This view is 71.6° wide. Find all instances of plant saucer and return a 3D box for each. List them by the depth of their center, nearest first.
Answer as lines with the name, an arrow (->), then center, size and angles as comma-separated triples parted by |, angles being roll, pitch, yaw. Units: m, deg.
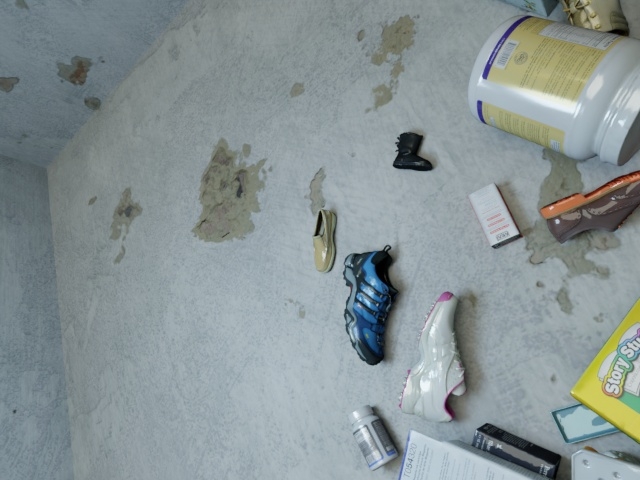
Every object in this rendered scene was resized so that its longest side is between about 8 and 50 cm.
plant saucer -> 0.562, 0.340, 0.871 | 0.192, 0.018, 0.067 | -31, 63, 27

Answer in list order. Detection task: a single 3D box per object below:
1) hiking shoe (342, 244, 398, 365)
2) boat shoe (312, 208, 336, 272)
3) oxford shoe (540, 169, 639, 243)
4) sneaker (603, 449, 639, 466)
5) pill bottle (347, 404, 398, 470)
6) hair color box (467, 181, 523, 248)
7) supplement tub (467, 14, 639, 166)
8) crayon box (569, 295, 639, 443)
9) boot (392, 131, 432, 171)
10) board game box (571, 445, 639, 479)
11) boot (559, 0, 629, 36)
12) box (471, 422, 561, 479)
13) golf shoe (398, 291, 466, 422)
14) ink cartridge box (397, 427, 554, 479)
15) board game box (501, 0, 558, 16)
hiking shoe -> 0.137, 0.165, 1.153 | 0.132, 0.113, 0.304 | -18, 69, 32
boat shoe -> 0.000, 0.000, 1.315 | 0.068, 0.072, 0.190 | -6, 75, 34
oxford shoe -> 0.608, -0.076, 0.909 | 0.271, 0.097, 0.099 | -25, 85, 33
sneaker -> 0.598, 0.479, 0.774 | 0.235, 0.090, 0.095 | 43, 113, 36
pill bottle -> 0.127, 0.488, 1.104 | 0.078, 0.078, 0.137 | -42, 58, 20
hair color box -> 0.414, -0.058, 1.056 | 0.072, 0.043, 0.141 | -28, 63, 27
supplement tub -> 0.511, -0.314, 0.928 | 0.331, 0.241, 0.241 | 37, 101, 35
crayon box -> 0.674, 0.219, 0.743 | 0.313, 0.106, 0.363 | 37, 92, 37
boot -> 0.258, -0.244, 1.214 | 0.121, 0.045, 0.099 | 12, 80, 35
board game box -> 0.563, 0.527, 0.601 | 0.389, 0.050, 0.390 | 1, 95, 45
boot -> 0.544, -0.523, 0.963 | 0.095, 0.261, 0.204 | 160, 103, -73
box -> 0.387, 0.489, 0.913 | 0.158, 0.093, 0.156 | 14, 87, 35
golf shoe -> 0.287, 0.275, 1.037 | 0.140, 0.115, 0.307 | 18, 96, 26
ink cartridge box -> 0.297, 0.579, 0.853 | 0.330, 0.071, 0.324 | 11, 85, 38
board game box -> 0.507, -0.731, 1.122 | 0.303, 0.097, 0.224 | 45, 106, 35
